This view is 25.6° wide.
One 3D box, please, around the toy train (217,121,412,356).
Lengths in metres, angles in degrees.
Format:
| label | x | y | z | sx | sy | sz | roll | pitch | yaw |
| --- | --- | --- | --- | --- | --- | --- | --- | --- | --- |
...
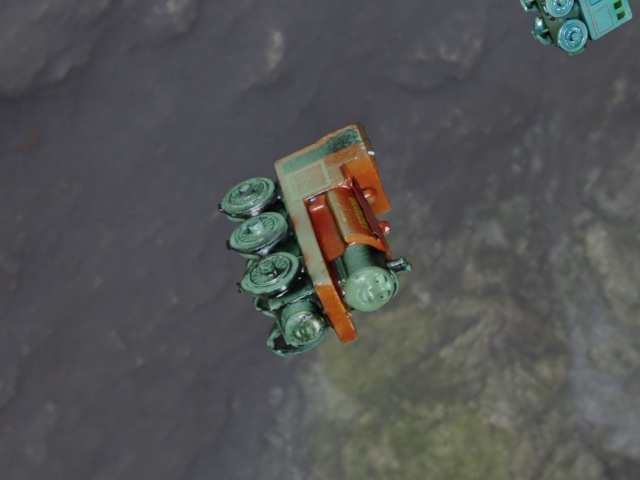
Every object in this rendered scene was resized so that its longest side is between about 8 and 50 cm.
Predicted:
| label | x | y | z | sx | sy | sz | roll | pitch | yaw |
| --- | --- | --- | --- | --- | --- | --- | --- | --- | --- |
| toy train | 0.000 | 0.000 | 0.933 | 0.118 | 0.176 | 0.074 | -25 | 123 | 2 |

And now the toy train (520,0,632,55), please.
| label | x | y | z | sx | sy | sz | roll | pitch | yaw |
| --- | --- | --- | --- | --- | --- | --- | --- | --- | --- |
| toy train | 0.105 | -0.126 | 0.621 | 0.045 | 0.029 | 0.092 | -32 | 117 | -12 |
